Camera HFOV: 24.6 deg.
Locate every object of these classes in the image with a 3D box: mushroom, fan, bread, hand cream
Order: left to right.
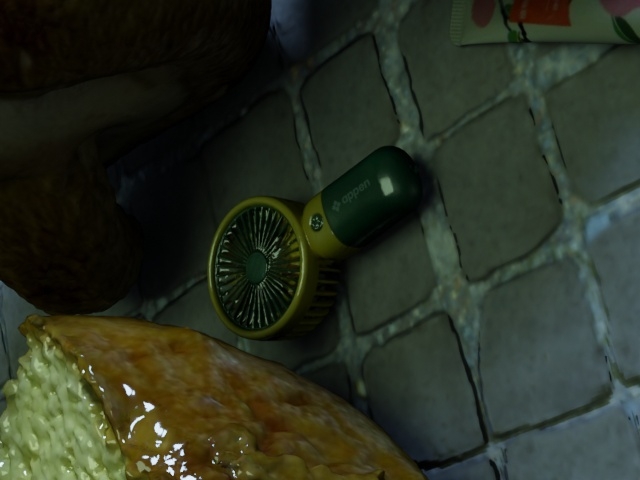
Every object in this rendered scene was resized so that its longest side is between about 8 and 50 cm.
[{"bbox_3d":[-0.207,-0.098,0.826,0.239,0.345,0.345,44,118,21],"label":"mushroom"},{"bbox_3d":[-0.028,0.186,0.725,0.340,0.179,0.194,47,121,35],"label":"bread"},{"bbox_3d":[0.000,0.000,0.810,0.155,0.039,0.082,-35,61,37],"label":"fan"},{"bbox_3d":[0.139,-0.123,0.678,0.234,0.050,0.080,15,101,52],"label":"hand cream"}]
